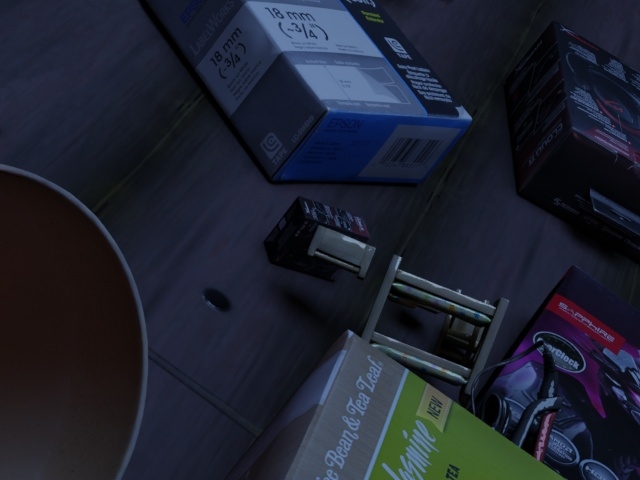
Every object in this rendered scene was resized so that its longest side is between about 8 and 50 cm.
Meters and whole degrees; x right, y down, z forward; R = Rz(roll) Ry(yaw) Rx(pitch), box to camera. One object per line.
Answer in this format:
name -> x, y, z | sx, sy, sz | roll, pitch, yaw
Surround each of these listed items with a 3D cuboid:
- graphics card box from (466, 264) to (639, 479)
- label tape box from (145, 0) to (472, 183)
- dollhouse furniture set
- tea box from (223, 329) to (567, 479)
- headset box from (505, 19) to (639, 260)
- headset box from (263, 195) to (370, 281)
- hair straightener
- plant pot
graphics card box -> 0.261, 0.178, 1.716 | 0.233, 0.094, 0.371 | 37, 30, 6
label tape box -> -0.030, -0.211, 1.943 | 0.240, 0.106, 0.334 | -1, 47, -50
dollhouse furniture set -> 0.063, 0.073, 1.700 | 0.182, 0.101, 0.161 | 22, -5, 2
tea box -> 0.034, 0.294, 1.063 | 0.323, 0.329, 0.220 | 36, 29, -6
headset box -> 0.343, -0.106, 2.203 | 0.218, 0.110, 0.293 | 28, 30, -17
headset box -> 0.000, 0.000, 1.719 | 0.083, 0.062, 0.032 | 19, 35, -32
hair straightener -> 0.140, 0.183, 1.513 | 0.089, 0.047, 0.230 | 19, 72, 0
plant pot -> -0.275, 0.079, 1.138 | 0.284, 0.284, 0.191 | 7, 5, -43
